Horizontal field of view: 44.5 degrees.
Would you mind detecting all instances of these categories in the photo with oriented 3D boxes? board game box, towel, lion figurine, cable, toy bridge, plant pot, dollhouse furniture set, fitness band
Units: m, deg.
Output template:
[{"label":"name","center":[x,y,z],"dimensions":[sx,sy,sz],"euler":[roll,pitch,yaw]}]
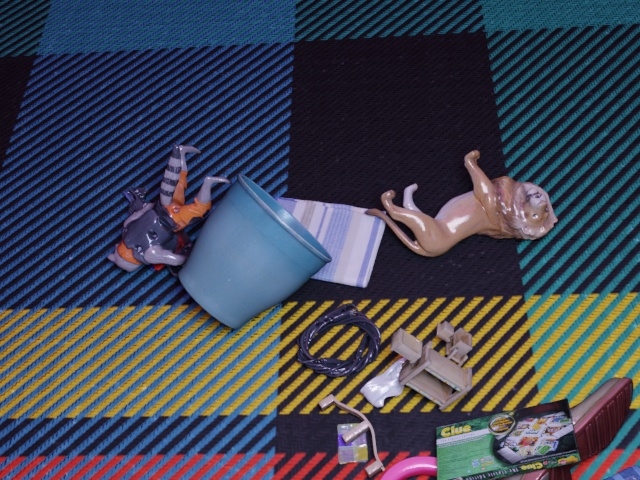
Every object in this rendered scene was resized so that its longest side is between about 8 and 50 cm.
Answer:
[{"label":"board game box","center":[0.340,0.376,1.449],"dimensions":[0.259,0.030,0.136],"euler":[-18,32,20]},{"label":"towel","center":[0.064,0.408,1.574],"dimensions":[0.060,0.009,0.083],"euler":[-4,57,4]},{"label":"towel","center":[0.000,0.000,1.836],"dimensions":[0.284,0.034,0.209],"euler":[9,60,14]},{"label":"lion figurine","center":[0.321,-0.055,1.791],"dimensions":[0.392,0.142,0.240],"euler":[-26,84,5]},{"label":"cable","center":[0.036,0.225,1.682],"dimensions":[0.184,0.047,0.151],"euler":[-28,64,-16]},{"label":"toy bridge","center":[0.072,0.384,1.567],"dimensions":[0.063,0.026,0.188],"euler":[-31,59,-16]},{"label":"plant pot","center":[-0.157,0.041,1.688],"dimensions":[0.255,0.271,0.271],"euler":[-47,62,5]},{"label":"towel","center":[0.565,0.473,1.471],"dimensions":[0.119,0.029,0.067],"euler":[-23,57,-9]},{"label":"dollhouse furniture set","center":[0.208,0.225,1.599],"dimensions":[0.181,0.101,0.161],"euler":[34,36,-13]},{"label":"fitness band","center":[0.238,0.521,1.458],"dimensions":[0.290,0.054,0.209],"euler":[17,60,15]}]

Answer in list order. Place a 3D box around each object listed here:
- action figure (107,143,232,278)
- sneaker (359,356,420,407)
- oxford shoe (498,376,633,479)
[{"label":"action figure","center":[-0.386,-0.075,1.816],"dimensions":[0.341,0.178,0.330],"euler":[40,98,33]},{"label":"sneaker","center":[0.155,0.289,1.626],"dimensions":[0.152,0.054,0.061],"euler":[-36,76,-14]},{"label":"oxford shoe","center":[0.469,0.357,1.506],"dimensions":[0.348,0.123,0.130],"euler":[-30,33,-27]}]
